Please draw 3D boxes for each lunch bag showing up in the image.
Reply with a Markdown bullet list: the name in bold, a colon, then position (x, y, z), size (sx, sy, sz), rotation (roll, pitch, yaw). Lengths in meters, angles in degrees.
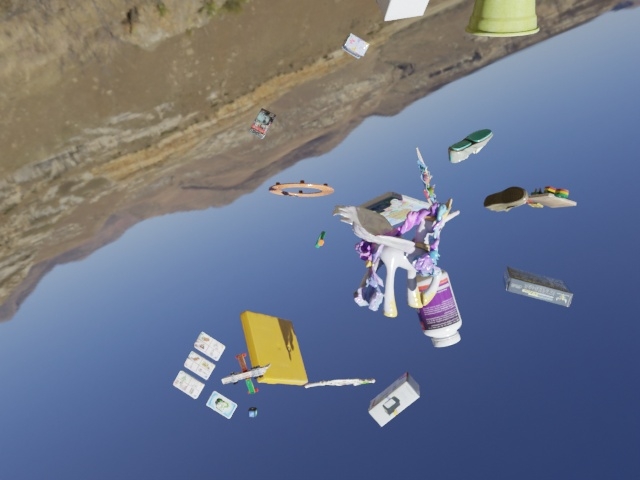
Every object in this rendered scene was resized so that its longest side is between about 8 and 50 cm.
- **lunch bag**: position (0.108, -0.611, 1.663), size (0.053, 0.071, 0.083), rotation (-61, -165, 14)

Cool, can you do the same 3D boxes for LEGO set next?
- **LEGO set**: position (-0.258, 0.381, 1.462), size (0.182, 0.244, 0.060), rotation (-61, 176, 11)

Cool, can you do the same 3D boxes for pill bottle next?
- **pill bottle**: position (0.521, 0.303, 2.377), size (0.181, 0.323, 0.181), rotation (-17, 180, 0)

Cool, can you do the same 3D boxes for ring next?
- **ring**: position (-0.098, -0.267, 2.711), size (0.336, 0.032, 0.336), rotation (1, 174, 0)

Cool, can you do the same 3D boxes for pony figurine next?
- **pony figurine**: position (0.215, 0.034, 1.552), size (0.350, 0.364, 0.303), rotation (6, -161, -16)

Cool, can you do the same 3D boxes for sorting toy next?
- **sorting toy**: position (0.893, -0.170, 2.061), size (0.132, 0.046, 0.274), rotation (16, 175, -16)

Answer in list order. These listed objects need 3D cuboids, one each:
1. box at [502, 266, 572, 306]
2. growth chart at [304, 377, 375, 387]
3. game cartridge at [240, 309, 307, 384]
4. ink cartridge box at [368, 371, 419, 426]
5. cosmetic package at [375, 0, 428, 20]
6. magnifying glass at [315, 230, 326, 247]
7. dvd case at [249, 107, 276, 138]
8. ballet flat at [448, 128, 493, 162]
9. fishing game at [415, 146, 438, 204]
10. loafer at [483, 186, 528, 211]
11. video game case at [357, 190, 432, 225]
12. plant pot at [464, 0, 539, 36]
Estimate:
- **box**: position (0.833, 0.175, 2.047), size (0.232, 0.059, 0.183), rotation (14, -166, 11)
- **growth chart**: position (0.071, 0.557, 2.070), size (0.237, 0.021, 0.172), rotation (4, 160, -22)
- **game cartridge**: position (-0.188, 0.442, 2.151), size (0.052, 0.285, 0.323), rotation (-30, 151, 22)
- **ink cartridge box**: position (0.262, 0.559, 1.870), size (0.175, 0.072, 0.127), rotation (-42, 174, 10)
- **cosmetic package**: position (0.278, -0.897, 1.653), size (0.155, 0.197, 0.365), rotation (-13, 164, -11)
- **magnifying glass**: position (0.000, 0.000, 2.602), size (0.092, 0.026, 0.231), rotation (-63, -175, 4)
- **dvd case**: position (-0.255, -0.516, 2.328), size (0.087, 0.119, 0.013), rotation (31, -174, 30)
- **ballet flat**: position (0.537, -0.338, 1.906), size (0.213, 0.068, 0.072), rotation (-28, -139, -26)
- **fishing game**: position (0.402, -0.215, 1.953), size (0.041, 0.189, 0.264), rotation (-19, -141, 18)
- **loafer**: position (0.532, -0.115, 1.501), size (0.148, 0.050, 0.056), rotation (-5, -117, 62)
- **video game case**: position (0.234, -0.102, 1.788), size (0.193, 0.023, 0.212), rotation (12, 157, -34)
- **plant pot**: position (0.694, -0.924, 1.987), size (0.276, 0.254, 0.276), rotation (-2, -149, 1)
